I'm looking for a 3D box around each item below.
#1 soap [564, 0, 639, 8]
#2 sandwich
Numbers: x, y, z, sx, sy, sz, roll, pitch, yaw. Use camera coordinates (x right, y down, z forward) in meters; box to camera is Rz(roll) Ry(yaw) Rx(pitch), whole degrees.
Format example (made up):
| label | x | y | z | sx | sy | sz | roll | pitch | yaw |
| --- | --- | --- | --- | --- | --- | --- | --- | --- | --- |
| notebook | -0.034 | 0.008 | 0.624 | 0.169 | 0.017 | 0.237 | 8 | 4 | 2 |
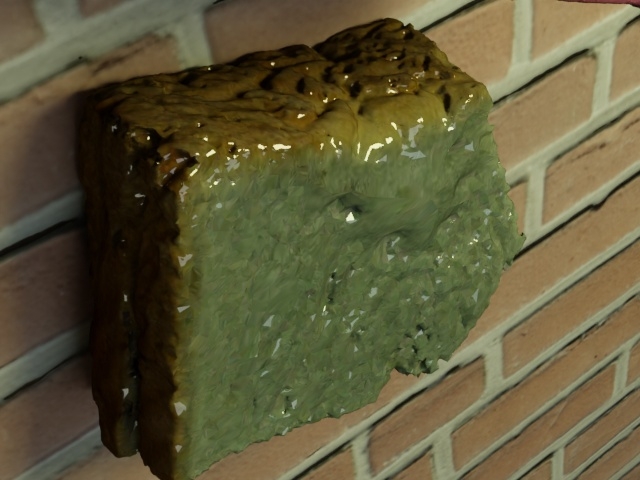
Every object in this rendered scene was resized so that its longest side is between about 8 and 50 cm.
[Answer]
| label | x | y | z | sx | sy | sz | roll | pitch | yaw |
| --- | --- | --- | --- | --- | --- | --- | --- | --- | --- |
| soap | 0.035 | -0.201 | 0.515 | 0.360 | 0.233 | 0.128 | -9 | 125 | -40 |
| sandwich | 0.000 | -0.001 | 0.725 | 0.325 | 0.131 | 0.262 | -19 | 131 | -35 |
